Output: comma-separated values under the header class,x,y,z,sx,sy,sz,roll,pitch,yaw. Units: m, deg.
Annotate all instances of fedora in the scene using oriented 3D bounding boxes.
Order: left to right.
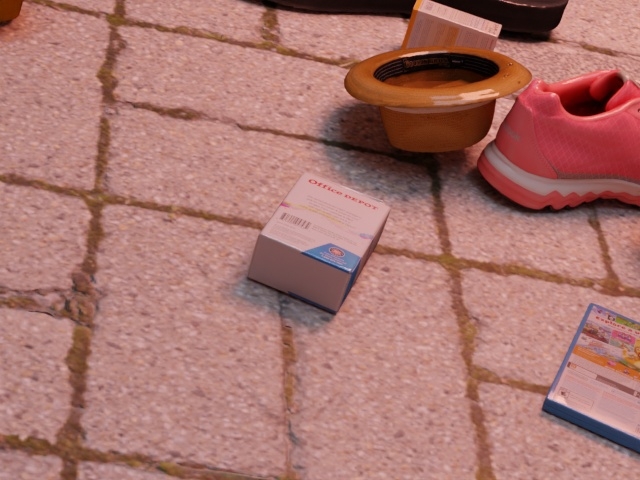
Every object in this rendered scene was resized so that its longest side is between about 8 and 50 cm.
class,x,y,z,sx,sy,sz,roll,pitch,yaw
fedora,0.117,-0.138,1.724,0.194,0.079,0.194,-1,22,1

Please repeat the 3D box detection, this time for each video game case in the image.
class,x,y,z,sx,sy,sz,roll,pitch,yaw
video game case,0.270,0.122,1.499,0.119,0.015,0.166,23,35,10

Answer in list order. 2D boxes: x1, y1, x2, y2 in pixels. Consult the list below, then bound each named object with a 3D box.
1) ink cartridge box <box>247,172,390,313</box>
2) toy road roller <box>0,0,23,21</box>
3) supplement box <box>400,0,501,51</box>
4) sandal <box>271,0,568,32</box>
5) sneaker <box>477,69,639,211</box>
class,x,y,z,sx,sy,sz,roll,pitch,yaw
ink cartridge box,0.000,0.000,1.520,0.088,0.052,0.122,23,35,7
toy road roller,-0.355,-0.385,1.789,0.329,0.202,0.240,33,26,25
supplement box,0.143,-0.220,1.888,0.098,0.062,0.036,20,32,3
sandal,0.078,-0.337,1.983,0.445,0.107,0.167,4,35,-15
sneaker,0.316,-0.108,1.738,0.313,0.136,0.116,-4,40,-29
